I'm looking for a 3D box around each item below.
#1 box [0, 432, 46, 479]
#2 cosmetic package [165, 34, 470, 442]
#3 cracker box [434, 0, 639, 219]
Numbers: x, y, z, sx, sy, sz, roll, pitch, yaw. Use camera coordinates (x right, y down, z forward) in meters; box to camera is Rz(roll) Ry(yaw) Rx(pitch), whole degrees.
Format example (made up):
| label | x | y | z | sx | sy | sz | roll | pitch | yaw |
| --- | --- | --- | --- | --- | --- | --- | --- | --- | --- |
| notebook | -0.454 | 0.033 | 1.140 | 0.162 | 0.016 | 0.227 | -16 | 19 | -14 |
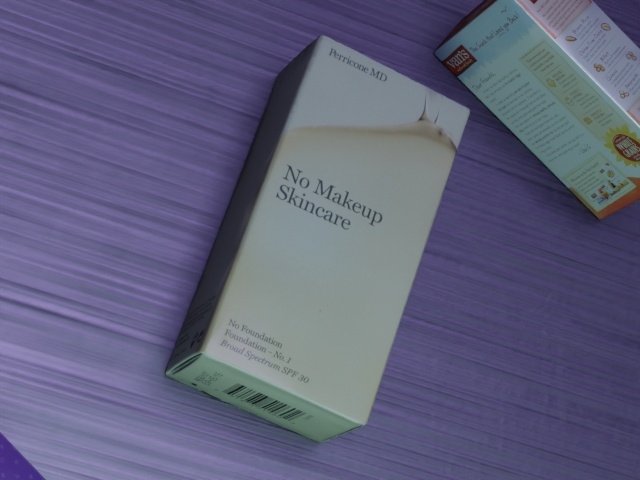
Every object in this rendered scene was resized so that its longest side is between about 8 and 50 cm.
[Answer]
| label | x | y | z | sx | sy | sz | roll | pitch | yaw |
| --- | --- | --- | --- | --- | --- | --- | --- | --- | --- |
| box | -0.326 | 0.128 | 1.356 | 0.293 | 0.201 | 0.057 | 47 | 63 | -4 |
| cosmetic package | 0.000 | 0.000 | 1.574 | 0.160 | 0.113 | 0.309 | 24 | 69 | -14 |
| cracker box | 0.234 | -0.139 | 1.682 | 0.232 | 0.156 | 0.067 | 44 | 64 | -6 |
